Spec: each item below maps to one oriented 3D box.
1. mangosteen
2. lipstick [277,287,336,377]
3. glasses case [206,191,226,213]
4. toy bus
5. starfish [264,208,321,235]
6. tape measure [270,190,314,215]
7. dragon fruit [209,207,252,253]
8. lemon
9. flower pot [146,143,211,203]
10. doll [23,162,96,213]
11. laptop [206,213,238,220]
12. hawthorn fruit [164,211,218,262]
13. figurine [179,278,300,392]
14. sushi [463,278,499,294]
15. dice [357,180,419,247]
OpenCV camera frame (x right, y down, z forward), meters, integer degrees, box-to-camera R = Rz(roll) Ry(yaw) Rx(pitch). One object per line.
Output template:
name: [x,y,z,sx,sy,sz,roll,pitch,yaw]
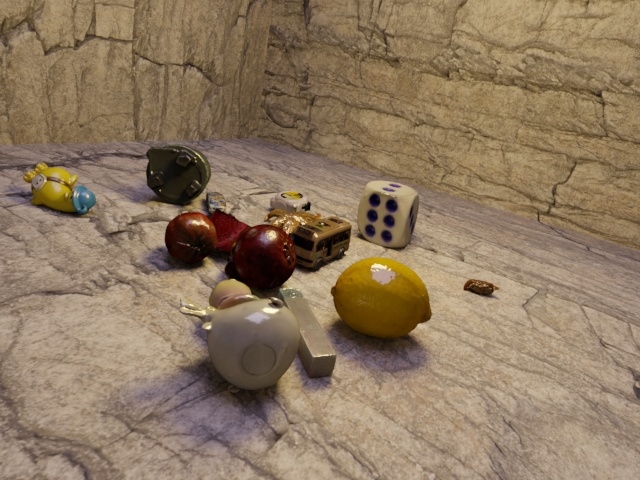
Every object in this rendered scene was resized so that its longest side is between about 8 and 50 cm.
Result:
mangosteen: [-0.206,0.060,1.309,0.258,0.214,0.215,-15,11,25]
lipstick: [-0.047,0.235,1.090,0.066,0.068,0.317,2,23,-22]
glasses case: [-0.499,-0.182,1.924,0.087,0.065,0.248,0,22,-18]
toy bus: [0.000,0.000,1.575,0.140,0.157,0.290,23,25,30]
starfish: [-0.130,-0.078,1.803,0.376,0.094,0.327,-15,34,-38]
tape measure: [-0.145,-0.179,2.044,0.196,0.105,0.179,26,34,38]
dragon fruit: [-0.333,-0.024,1.520,0.189,0.162,0.262,-36,39,-22]
lemon: [0.171,0.163,1.157,0.264,0.235,0.236,28,17,-17]
flower pot: [-0.679,-0.325,1.908,0.300,0.298,0.282,7,16,-8]
doll: [-1.065,-0.196,1.642,0.363,0.145,0.199,30,67,22]
laptop: [-0.419,-0.076,1.773,0.135,0.016,0.197,-5,24,-33]
hawthorn fruit: [-0.454,-0.026,1.409,0.182,0.181,0.235,-1,29,-27]
figurine: [-0.212,0.179,0.973,0.275,0.226,0.394,30,2,-26]
sushi: [0.619,0.179,1.555,0.121,0.052,0.055,14,22,9]
dice: [0.323,-0.128,1.915,0.243,0.258,0.251,17,23,21]
